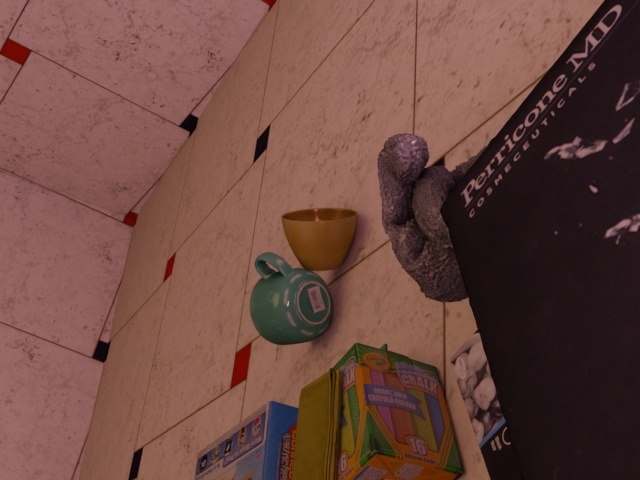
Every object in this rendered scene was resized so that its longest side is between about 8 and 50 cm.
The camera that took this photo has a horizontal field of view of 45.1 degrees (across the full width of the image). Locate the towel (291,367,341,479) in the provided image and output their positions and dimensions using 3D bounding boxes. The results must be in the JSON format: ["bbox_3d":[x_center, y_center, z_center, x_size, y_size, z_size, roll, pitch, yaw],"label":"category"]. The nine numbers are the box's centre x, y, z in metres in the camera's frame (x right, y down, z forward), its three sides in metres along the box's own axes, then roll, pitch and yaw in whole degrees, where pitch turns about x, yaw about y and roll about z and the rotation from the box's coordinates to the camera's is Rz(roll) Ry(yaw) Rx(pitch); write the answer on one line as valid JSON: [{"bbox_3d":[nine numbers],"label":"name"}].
[{"bbox_3d":[-0.013,0.278,0.930,0.102,0.021,0.237,-40,36,48],"label":"towel"}]

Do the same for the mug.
[{"bbox_3d":[-0.051,0.106,1.320,0.097,0.158,0.129,-14,50,47],"label":"mug"}]

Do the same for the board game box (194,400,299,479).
[{"bbox_3d":[-0.128,0.465,1.286,0.308,0.086,0.301,-43,35,46],"label":"board game box"}]

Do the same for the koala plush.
[{"bbox_3d":[0.195,-0.038,0.882,0.221,0.196,0.203,-21,64,60],"label":"koala plush"}]

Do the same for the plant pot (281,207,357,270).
[{"bbox_3d":[0.000,0.000,1.359,0.134,0.134,0.095,-151,56,-67],"label":"plant pot"}]

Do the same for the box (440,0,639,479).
[{"bbox_3d":[0.329,-0.009,0.306,0.479,0.298,0.471,-54,17,26],"label":"box"}]

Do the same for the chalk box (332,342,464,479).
[{"bbox_3d":[0.072,0.224,0.980,0.132,0.132,0.213,-55,27,32],"label":"chalk box"}]

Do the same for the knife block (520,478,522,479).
[{"bbox_3d":[0.268,0.188,0.570,0.276,0.088,0.242,-26,59,56],"label":"knife block"}]

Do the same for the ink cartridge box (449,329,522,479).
[{"bbox_3d":[0.234,0.140,0.806,0.208,0.045,0.206,-54,28,29],"label":"ink cartridge box"}]
